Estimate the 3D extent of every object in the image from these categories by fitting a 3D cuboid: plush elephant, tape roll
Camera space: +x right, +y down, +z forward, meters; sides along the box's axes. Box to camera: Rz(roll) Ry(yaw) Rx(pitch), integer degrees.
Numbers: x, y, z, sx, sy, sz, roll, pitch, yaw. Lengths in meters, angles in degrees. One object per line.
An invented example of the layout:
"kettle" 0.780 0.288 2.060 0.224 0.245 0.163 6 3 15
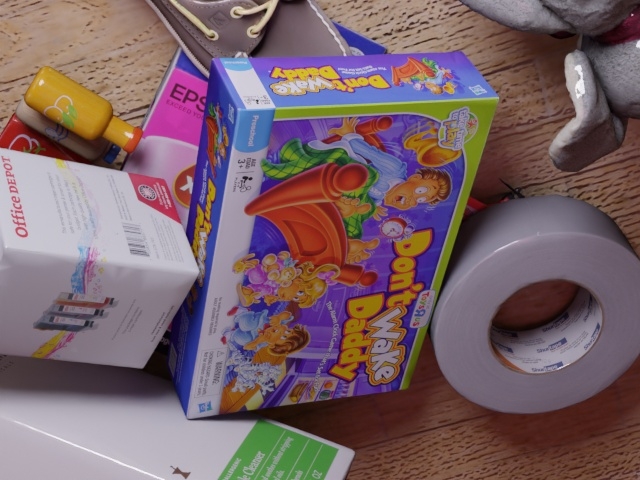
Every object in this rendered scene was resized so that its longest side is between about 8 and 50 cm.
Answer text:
"plush elephant" 0.239 -0.214 1.019 0.272 0.330 0.255 -27 133 5
"tape roll" 0.211 0.065 1.236 0.219 0.072 0.219 -4 123 -6

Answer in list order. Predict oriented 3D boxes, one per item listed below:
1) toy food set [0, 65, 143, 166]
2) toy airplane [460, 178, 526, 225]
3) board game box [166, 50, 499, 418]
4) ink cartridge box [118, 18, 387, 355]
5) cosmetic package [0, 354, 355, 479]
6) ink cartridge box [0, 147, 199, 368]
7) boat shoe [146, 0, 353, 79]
"toy food set" -0.260 -0.051 1.165 0.104 0.111 0.232 30 110 -15
"toy airplane" 0.145 0.001 1.244 0.151 0.028 0.151 -3 123 -5
"board game box" 0.000 0.000 1.136 0.233 0.078 0.347 -5 131 -22
"ink cartridge box" -0.097 -0.054 1.197 0.176 0.069 0.371 24 112 -12
"cosmetic package" -0.175 0.232 1.183 0.365 0.197 0.155 20 108 5
"ink cartridge box" -0.220 0.017 1.084 0.176 0.128 0.127 11 128 -33
"boat shoe" -0.083 -0.219 1.066 0.324 0.097 0.116 44 76 -15
